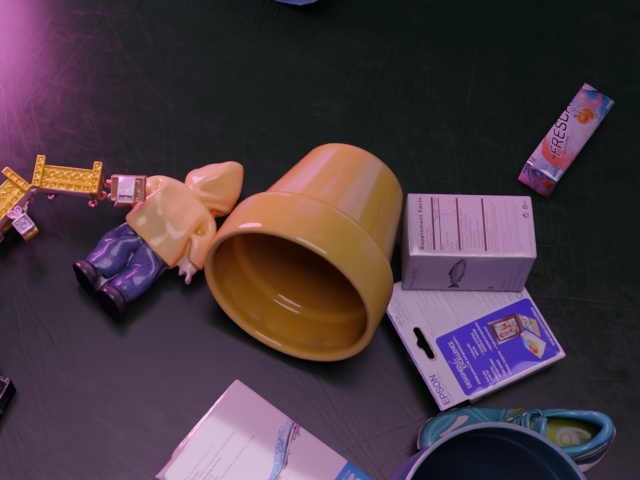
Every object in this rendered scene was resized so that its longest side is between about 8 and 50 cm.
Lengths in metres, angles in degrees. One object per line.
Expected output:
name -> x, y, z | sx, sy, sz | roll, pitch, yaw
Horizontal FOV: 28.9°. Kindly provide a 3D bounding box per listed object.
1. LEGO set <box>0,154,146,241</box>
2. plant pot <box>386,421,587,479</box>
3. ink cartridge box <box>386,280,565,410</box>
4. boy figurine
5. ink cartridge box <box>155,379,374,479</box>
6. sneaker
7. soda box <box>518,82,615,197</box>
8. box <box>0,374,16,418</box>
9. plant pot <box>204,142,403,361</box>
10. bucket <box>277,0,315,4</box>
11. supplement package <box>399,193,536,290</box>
LEGO set -> -0.386, -0.042, 1.770 | 0.287, 0.107, 0.132 | -27, 74, -9
plant pot -> 0.173, 0.380, 1.555 | 0.272, 0.255, 0.271 | 5, 73, -17
ink cartridge box -> 0.213, 0.125, 1.800 | 0.208, 0.045, 0.206 | -21, 67, -15
boy figurine -> -0.228, -0.022, 1.799 | 0.177, 0.092, 0.285 | 40, 67, 12
ink cartridge box -> -0.073, 0.329, 1.613 | 0.233, 0.171, 0.168 | 35, 67, 9
sneaker -> 0.269, 0.264, 1.712 | 0.275, 0.110, 0.107 | -3, 65, -6
soda box -> 0.382, -0.155, 1.935 | 0.058, 0.063, 0.183 | 34, 67, 9
box -> -0.462, 0.220, 1.687 | 0.062, 0.052, 0.083 | 22, 67, 6
plant pot -> 0.000, 0.000, 1.743 | 0.254, 0.254, 0.239 | 25, 50, 6
bucket -> -0.063, -0.512, 1.939 | 0.281, 0.281, 0.183 | 26, 74, 6
supplement package -> 0.208, 0.004, 1.779 | 0.179, 0.105, 0.105 | 1, 61, -2
